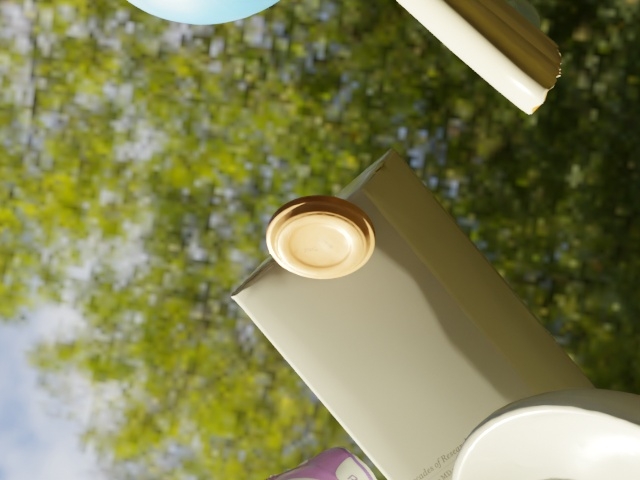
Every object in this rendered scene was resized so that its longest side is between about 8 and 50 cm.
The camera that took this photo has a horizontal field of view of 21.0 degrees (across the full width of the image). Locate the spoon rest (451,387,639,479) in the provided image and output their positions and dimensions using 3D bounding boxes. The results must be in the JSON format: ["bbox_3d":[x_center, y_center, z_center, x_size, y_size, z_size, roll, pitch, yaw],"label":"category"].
[{"bbox_3d":[0.161,0.100,0.603,0.084,0.276,0.137,-43,-70,-48],"label":"spoon rest"}]

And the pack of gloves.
[{"bbox_3d":[-0.045,-0.106,0.413,0.046,0.232,0.195,-49,2,12],"label":"pack of gloves"}]

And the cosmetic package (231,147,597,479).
[{"bbox_3d":[0.113,0.116,1.469,0.155,0.365,0.197,-41,1,17],"label":"cosmetic package"}]

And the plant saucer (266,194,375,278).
[{"bbox_3d":[0.000,0.000,1.315,0.013,0.083,0.083,-85,-12,-46],"label":"plant saucer"}]

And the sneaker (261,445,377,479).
[{"bbox_3d":[-0.046,0.265,1.654,0.161,0.282,0.102,-31,-78,-36],"label":"sneaker"}]

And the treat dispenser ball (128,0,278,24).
[{"bbox_3d":[-0.127,-0.377,1.859,0.288,0.288,0.288,9,-90,-69],"label":"treat dispenser ball"}]
